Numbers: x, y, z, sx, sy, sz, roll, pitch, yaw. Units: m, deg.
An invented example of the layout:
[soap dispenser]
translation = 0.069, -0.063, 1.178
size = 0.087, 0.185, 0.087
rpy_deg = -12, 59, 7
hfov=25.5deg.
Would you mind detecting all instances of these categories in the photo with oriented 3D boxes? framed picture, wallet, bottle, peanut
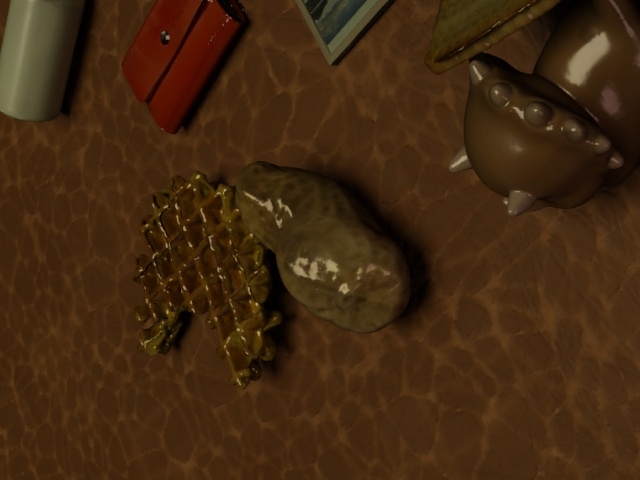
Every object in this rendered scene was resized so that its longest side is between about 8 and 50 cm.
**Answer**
[framed picture]
translation = 0.037, -0.318, 1.603
size = 0.203, 0.015, 0.150
rpy_deg = -44, 64, 41
[wallet]
translation = -0.181, -0.256, 1.826
size = 0.142, 0.045, 0.204
rpy_deg = 57, 131, 26
[bottle]
translation = -0.397, -0.297, 2.014
size = 0.104, 0.104, 0.245
rpy_deg = 38, 121, 38
[peanut]
translation = 0.000, 0.000, 1.594
size = 0.253, 0.137, 0.122
rpy_deg = 52, 127, 33

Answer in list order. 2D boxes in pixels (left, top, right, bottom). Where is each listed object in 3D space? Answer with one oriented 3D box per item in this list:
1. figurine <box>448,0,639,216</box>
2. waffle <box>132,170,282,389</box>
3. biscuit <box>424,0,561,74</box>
[figurine]
translation = 0.223, -0.137, 1.307
size = 0.247, 0.173, 0.177
rpy_deg = -52, 57, 38
[waffle]
translation = -0.143, 0.043, 1.809
size = 0.293, 0.069, 0.260
rpy_deg = 16, 104, 48
[biscuit]
translation = 0.184, -0.272, 1.329
size = 0.172, 0.029, 0.255
rpy_deg = -27, 33, 43
